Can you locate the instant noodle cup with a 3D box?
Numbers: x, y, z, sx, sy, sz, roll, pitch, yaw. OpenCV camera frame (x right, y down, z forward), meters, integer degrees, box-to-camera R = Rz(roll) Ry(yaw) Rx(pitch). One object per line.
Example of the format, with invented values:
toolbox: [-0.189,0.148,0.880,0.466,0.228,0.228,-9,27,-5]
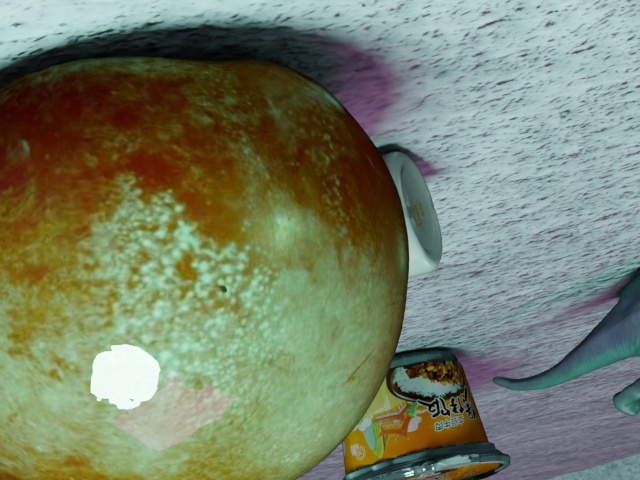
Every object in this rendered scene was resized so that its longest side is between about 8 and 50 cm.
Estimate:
instant noodle cup: [0.089,0.181,1.795,0.177,0.126,0.208,-2,162,-32]

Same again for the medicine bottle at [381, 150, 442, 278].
medicine bottle: [0.000,0.000,1.148,0.140,0.079,0.079,-17,164,20]

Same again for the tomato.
tomato: [-0.084,0.033,0.931,0.270,0.223,0.270,-15,167,-4]

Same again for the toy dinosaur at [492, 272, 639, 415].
toy dinosaur: [0.341,0.033,1.562,0.383,0.129,0.331,-11,154,-1]
